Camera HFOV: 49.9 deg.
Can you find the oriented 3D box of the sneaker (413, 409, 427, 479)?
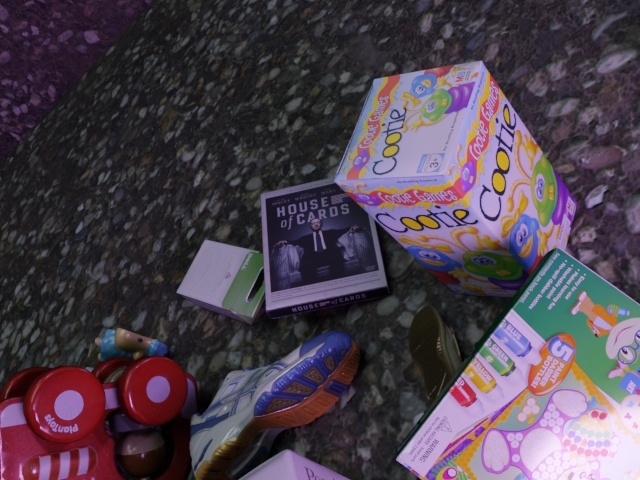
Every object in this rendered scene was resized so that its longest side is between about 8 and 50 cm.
[{"bbox_3d":[0.190,0.240,0.692,0.226,0.086,0.163,-27,37,36],"label":"sneaker"}]

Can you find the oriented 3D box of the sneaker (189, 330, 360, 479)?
[{"bbox_3d":[-0.080,0.207,0.954,0.296,0.112,0.131,-42,41,9],"label":"sneaker"}]

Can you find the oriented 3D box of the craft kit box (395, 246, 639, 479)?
[{"bbox_3d":[0.240,0.177,0.625,0.247,0.061,0.250,37,88,8],"label":"craft kit box"}]

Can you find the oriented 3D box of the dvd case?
[{"bbox_3d":[0.000,0.000,1.050,0.179,0.029,0.238,-12,49,6],"label":"dvd case"}]

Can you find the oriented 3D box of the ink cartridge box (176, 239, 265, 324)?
[{"bbox_3d":[-0.138,0.071,1.145,0.209,0.062,0.109,10,67,45],"label":"ink cartridge box"}]

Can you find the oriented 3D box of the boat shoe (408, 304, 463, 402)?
[{"bbox_3d":[0.151,0.146,0.849,0.056,0.048,0.153,-47,32,23],"label":"boat shoe"}]

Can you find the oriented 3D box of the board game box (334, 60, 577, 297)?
[{"bbox_3d":[0.168,-0.056,0.798,0.142,0.275,0.144,2,62,43],"label":"board game box"}]

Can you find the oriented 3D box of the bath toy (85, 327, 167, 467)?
[{"bbox_3d":[-0.363,0.322,1.126,0.151,0.129,0.348,109,177,-61],"label":"bath toy"}]

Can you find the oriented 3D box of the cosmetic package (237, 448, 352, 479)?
[{"bbox_3d":[0.031,0.440,0.588,0.161,0.230,0.453,-38,43,14],"label":"cosmetic package"}]

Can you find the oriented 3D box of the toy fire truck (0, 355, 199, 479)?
[{"bbox_3d":[-0.314,0.299,0.981,0.169,0.302,0.253,-13,80,50],"label":"toy fire truck"}]
